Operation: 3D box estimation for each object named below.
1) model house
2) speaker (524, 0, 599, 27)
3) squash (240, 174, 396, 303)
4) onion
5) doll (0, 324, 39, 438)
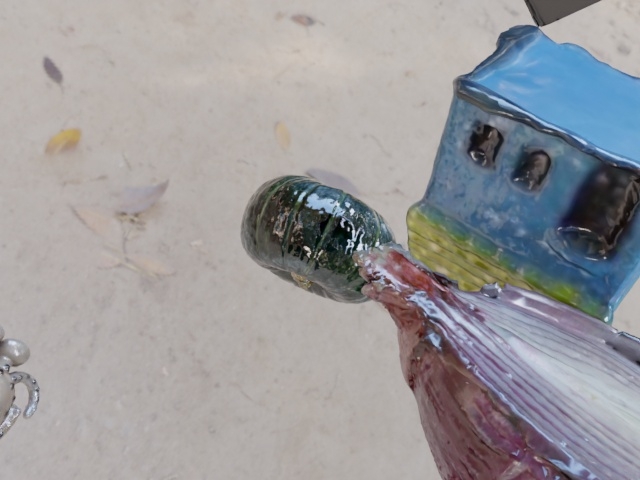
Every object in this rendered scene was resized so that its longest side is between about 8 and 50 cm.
[{"bbox_3d":[0.230,-0.034,0.806,0.237,0.303,0.215,32,48,19],"label":"model house"},{"bbox_3d":[0.096,-0.220,0.382,0.218,0.082,0.044,54,48,-17],"label":"speaker"},{"bbox_3d":[0.000,0.000,1.230,0.252,0.165,0.252,29,-4,2],"label":"squash"},{"bbox_3d":[0.152,0.147,0.639,0.349,0.159,0.267,32,24,9],"label":"onion"},{"bbox_3d":[-0.399,0.221,0.856,0.154,0.119,0.278,59,29,-33],"label":"doll"}]
